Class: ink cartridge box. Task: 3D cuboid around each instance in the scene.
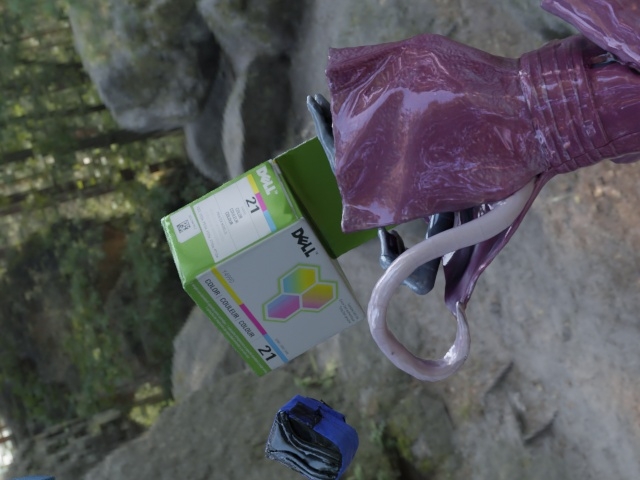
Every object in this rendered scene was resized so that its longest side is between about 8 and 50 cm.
[{"bbox_3d":[0.000,0.000,1.031,0.189,0.255,0.097,57,-175,-49],"label":"ink cartridge box"}]

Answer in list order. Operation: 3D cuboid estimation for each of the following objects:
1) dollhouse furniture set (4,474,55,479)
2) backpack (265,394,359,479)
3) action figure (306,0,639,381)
[{"bbox_3d":[-0.287,0.429,1.222,0.198,0.303,0.286,-7,82,36],"label":"dollhouse furniture set"},{"bbox_3d":[-0.002,0.291,1.516,0.120,0.101,0.098,29,126,21],"label":"backpack"},{"bbox_3d":[0.172,-0.099,0.758,0.248,0.370,0.275,43,-144,-43],"label":"action figure"}]
